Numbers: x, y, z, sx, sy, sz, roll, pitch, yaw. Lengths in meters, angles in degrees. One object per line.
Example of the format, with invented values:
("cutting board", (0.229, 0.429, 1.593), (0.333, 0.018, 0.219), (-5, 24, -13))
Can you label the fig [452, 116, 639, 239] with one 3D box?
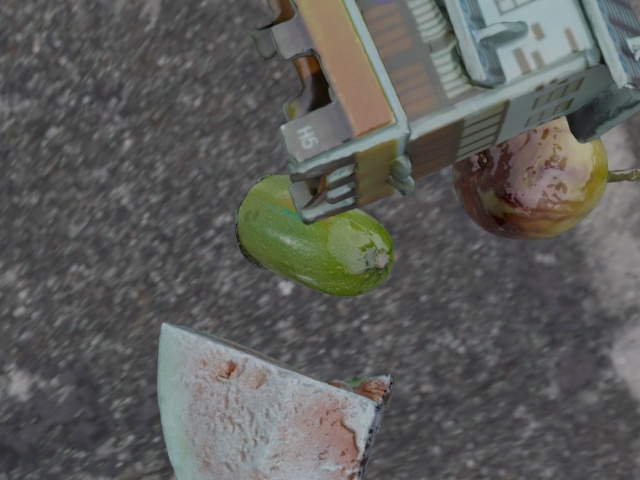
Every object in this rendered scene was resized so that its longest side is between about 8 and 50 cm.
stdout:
("fig", (0.249, -0.079, 1.789), (0.231, 0.143, 0.160), (-6, 59, -10))

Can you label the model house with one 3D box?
("model house", (0.051, -0.138, 0.981), (0.215, 0.198, 0.224), (-24, 81, 0))

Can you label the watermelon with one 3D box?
("watermelon", (-0.030, 0.162, 1.728), (0.289, 0.214, 0.320), (47, 44, -7))

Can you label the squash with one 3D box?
("squash", (0.000, 0.000, 1.584), (0.095, 0.188, 0.095), (-6, 104, -25))
